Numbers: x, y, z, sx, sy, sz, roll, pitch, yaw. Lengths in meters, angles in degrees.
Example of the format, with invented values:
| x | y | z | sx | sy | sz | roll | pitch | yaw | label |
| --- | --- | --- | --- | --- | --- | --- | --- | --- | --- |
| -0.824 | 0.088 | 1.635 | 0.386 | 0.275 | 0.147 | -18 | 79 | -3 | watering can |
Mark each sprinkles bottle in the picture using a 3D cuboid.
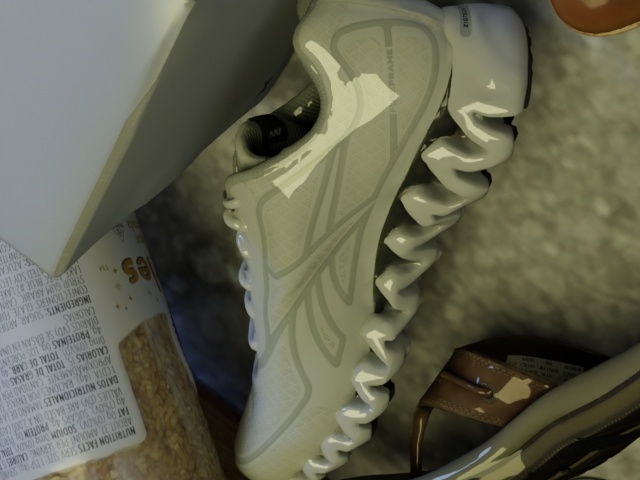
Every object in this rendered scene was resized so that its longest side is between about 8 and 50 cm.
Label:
| x | y | z | sx | sy | sz | roll | pitch | yaw | label |
| --- | --- | --- | --- | --- | --- | --- | --- | --- | --- |
| -0.128 | 0.068 | 1.029 | 0.121 | 0.121 | 0.355 | -23 | 85 | 35 | sprinkles bottle |

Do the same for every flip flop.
| x | y | z | sx | sy | sz | roll | pitch | yaw | label |
| --- | --- | --- | --- | --- | --- | --- | --- | --- | --- |
| 0.108 | 0.077 | 0.993 | 0.277 | 0.112 | 0.080 | -34 | 71 | 39 | flip flop |

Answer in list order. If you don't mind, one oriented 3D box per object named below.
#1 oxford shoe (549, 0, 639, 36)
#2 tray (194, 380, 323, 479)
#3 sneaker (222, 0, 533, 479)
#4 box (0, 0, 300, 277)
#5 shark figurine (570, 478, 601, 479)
| x | y | z | sx | sy | sz | roll | pitch | yaw | label |
| --- | --- | --- | --- | --- | --- | --- | --- | --- | --- |
| 0.164 | -0.154 | 0.844 | 0.076 | 0.076 | 0.212 | 44 | 129 | -3 | oxford shoe |
| -0.085 | 0.193 | 1.170 | 0.411 | 0.076 | 0.203 | 37 | 127 | 5 | tray |
| 0.000 | 0.000 | 0.978 | 0.118 | 0.110 | 0.292 | 14 | 121 | -13 | sneaker |
| -0.176 | -0.181 | 0.922 | 0.345 | 0.215 | 0.168 | 36 | 127 | 6 | box |
| 0.171 | 0.241 | 1.036 | 0.166 | 0.116 | 0.278 | 17 | 121 | 21 | shark figurine |
